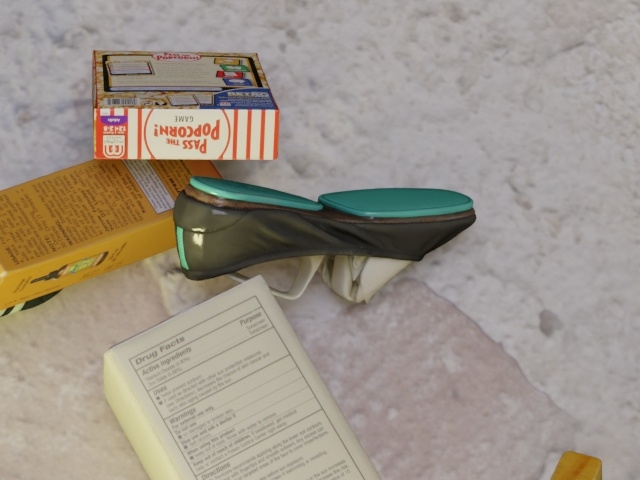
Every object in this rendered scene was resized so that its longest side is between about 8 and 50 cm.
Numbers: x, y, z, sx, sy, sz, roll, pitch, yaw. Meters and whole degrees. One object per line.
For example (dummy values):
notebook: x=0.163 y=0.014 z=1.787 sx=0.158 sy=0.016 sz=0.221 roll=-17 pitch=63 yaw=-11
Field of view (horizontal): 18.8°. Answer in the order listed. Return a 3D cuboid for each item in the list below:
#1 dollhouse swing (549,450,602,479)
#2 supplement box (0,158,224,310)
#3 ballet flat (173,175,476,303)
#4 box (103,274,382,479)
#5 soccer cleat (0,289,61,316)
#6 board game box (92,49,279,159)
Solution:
dollhouse swing: x=0.251 y=0.360 z=1.389 sx=0.315 sy=0.305 sz=0.347 roll=20 pitch=66 yaw=1
supplement box: x=-0.190 y=-0.016 z=1.563 sx=0.233 sy=0.078 sz=0.080 roll=-24 pitch=72 yaw=-39
ballet flat: x=0.000 y=0.000 z=1.607 sx=0.280 sy=0.095 sz=0.096 roll=2 pitch=105 yaw=-29
box: x=-0.037 y=0.201 z=1.512 sx=0.148 sy=0.121 sz=0.311 roll=-25 pitch=73 yaw=-16
soccer cleat: x=-0.265 y=0.032 z=1.576 sx=0.179 sy=0.072 sz=0.060 roll=-29 pitch=75 yaw=-18
board game box: x=-0.116 y=-0.115 z=1.602 sx=0.146 sy=0.193 sz=0.045 roll=0 pitch=109 yaw=-7
